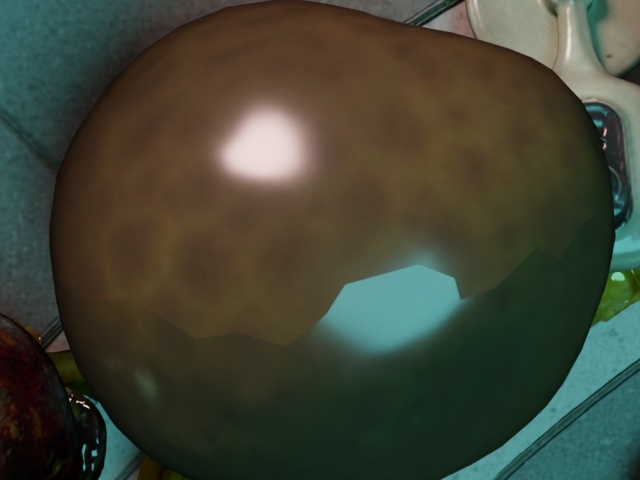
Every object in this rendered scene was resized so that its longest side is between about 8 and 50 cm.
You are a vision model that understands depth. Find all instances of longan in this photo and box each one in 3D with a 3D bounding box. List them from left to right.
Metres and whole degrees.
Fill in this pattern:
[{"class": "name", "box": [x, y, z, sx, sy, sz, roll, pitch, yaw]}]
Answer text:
[{"class": "longan", "box": [0.000, 0.000, 1.370, 0.404, 0.404, 0.336, -37, 138, -5]}]

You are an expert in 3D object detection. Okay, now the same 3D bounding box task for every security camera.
[{"class": "security camera", "box": [0.199, -0.123, 1.504, 0.157, 0.080, 0.301, -4, 80, -2]}]

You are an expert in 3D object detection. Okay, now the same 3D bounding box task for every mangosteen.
[{"class": "mangosteen", "box": [-0.264, 0.138, 1.443, 0.289, 0.231, 0.231, -27, 124, -56]}]

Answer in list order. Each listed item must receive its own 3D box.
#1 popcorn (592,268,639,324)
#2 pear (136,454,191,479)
[{"class": "popcorn", "box": [0.239, -0.014, 1.593, 0.163, 0.140, 0.194, 32, 85, -1]}, {"class": "pear", "box": [-0.056, 0.214, 1.534, 0.200, 0.200, 0.200, -7, 110, -18]}]
